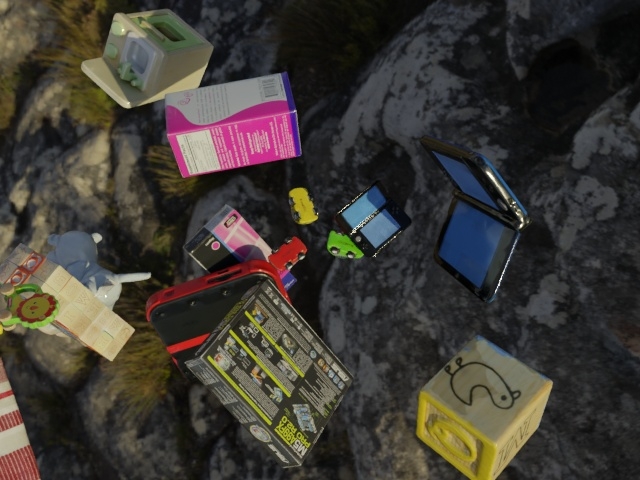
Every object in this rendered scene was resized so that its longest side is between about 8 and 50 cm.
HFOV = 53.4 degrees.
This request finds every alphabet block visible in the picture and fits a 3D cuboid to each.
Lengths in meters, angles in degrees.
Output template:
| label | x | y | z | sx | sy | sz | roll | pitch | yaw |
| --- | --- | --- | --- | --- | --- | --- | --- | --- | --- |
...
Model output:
| label | x | y | z | sx | sy | sz | roll | pitch | yaw |
| --- | --- | --- | --- | --- | --- | --- | --- | --- | --- |
| alphabet block | 0.334 | 0.353 | 1.327 | 0.192 | 0.197 | 0.193 | 31 | 144 | 34 |

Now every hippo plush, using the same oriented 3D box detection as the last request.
| label | x | y | z | sx | sy | sz | roll | pitch | yaw |
| --- | --- | --- | --- | --- | --- | --- | --- | --- | --- |
| hippo plush | -0.651 | 0.092 | 1.661 | 0.294 | 0.234 | 0.236 | -43 | 70 | 33 |

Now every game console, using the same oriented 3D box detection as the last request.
| label | x | y | z | sx | sy | sz | roll | pitch | yaw |
| --- | --- | --- | --- | --- | --- | --- | --- | --- | --- |
| game console | -0.271 | 0.235 | 1.836 | 0.387 | 0.341 | 0.060 | -18 | 38 | 2 |
| game console | 0.273 | -0.055 | 1.295 | 0.173 | 0.250 | 0.293 | -43 | 21 | 1 |
| game console | 0.127 | -0.049 | 1.522 | 0.144 | 0.085 | 0.124 | -40 | 75 | 1 |

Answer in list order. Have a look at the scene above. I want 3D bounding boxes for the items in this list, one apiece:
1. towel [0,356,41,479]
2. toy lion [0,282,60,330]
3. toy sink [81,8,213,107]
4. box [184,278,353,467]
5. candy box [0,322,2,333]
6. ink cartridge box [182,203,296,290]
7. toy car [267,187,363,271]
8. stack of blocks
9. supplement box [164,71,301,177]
| label | x | y | z | sx | sy | sz | roll | pitch | yaw |
| --- | --- | --- | --- | --- | --- | --- | --- | --- | --- |
| towel | -0.759 | 0.442 | 1.367 | 0.037 | 0.237 | 0.328 | -22 | 87 | 50 |
| toy lion | -0.505 | 0.113 | 1.108 | 0.100 | 0.096 | 0.034 | -113 | 18 | -44 |
| toy sink | -0.378 | -0.409 | 1.402 | 0.153 | 0.234 | 0.131 | 42 | 129 | 11 |
| box | -0.084 | 0.239 | 1.166 | 0.270 | 0.216 | 0.060 | 50 | 138 | -13 |
| candy box | -0.751 | 0.142 | 1.307 | 0.206 | 0.105 | 0.027 | 32 | 119 | 32 |
| ink cartridge box | -0.216 | 0.079 | 1.861 | 0.175 | 0.371 | 0.069 | -46 | 38 | -9 |
| toy car | 0.000 | 0.000 | 1.585 | 0.053 | 0.225 | 0.238 | 115 | 171 | -62 |
| stack of blocks | -0.546 | 0.130 | 1.345 | 0.171 | 0.297 | 0.087 | 21 | 66 | 27 |
| supplement box | -0.154 | -0.205 | 1.130 | 0.220 | 0.113 | 0.111 | -10 | 52 | -3 |
